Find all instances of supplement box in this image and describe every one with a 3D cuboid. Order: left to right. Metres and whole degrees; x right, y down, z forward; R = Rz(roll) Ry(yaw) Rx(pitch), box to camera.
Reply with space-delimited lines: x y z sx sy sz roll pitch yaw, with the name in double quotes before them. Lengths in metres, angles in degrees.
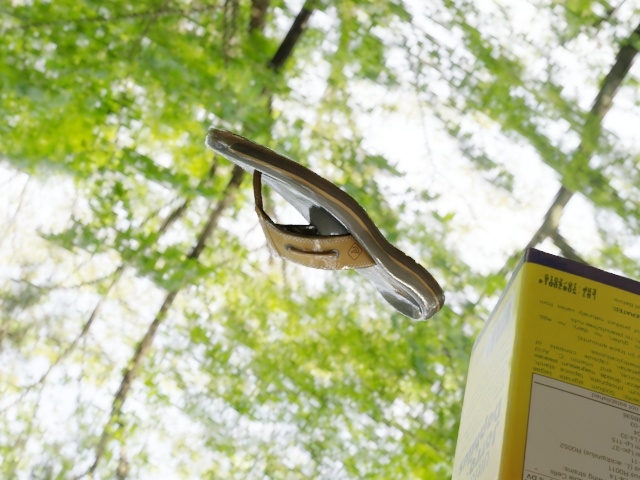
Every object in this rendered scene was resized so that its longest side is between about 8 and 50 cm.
"supplement box" 0.256 0.217 1.180 0.194 0.195 0.357 18 -133 -1

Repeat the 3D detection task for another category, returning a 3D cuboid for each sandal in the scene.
"sandal" 0.000 0.000 0.801 0.219 0.060 0.090 43 169 -31
